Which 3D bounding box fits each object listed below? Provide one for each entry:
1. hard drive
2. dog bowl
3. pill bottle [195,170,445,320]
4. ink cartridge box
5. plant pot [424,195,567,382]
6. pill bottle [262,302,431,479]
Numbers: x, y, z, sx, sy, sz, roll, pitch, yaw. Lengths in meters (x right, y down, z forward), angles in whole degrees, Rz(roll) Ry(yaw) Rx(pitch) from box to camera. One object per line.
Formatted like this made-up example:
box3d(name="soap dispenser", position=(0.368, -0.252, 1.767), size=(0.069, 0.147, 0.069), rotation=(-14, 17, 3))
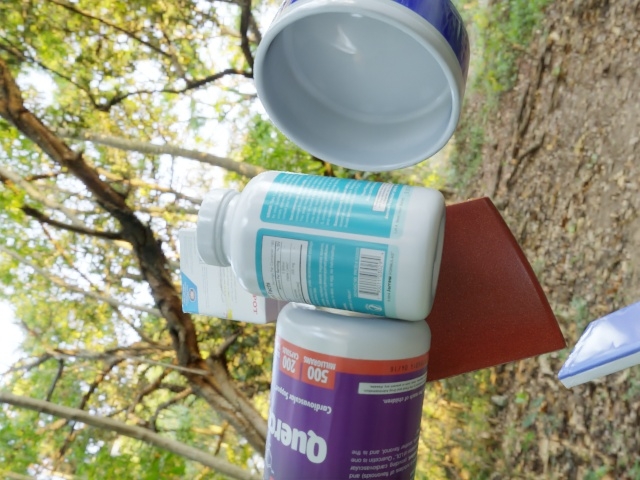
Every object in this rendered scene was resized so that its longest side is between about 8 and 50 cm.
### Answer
box3d(name="hard drive", position=(0.636, 0.176, 1.297), size=(0.210, 0.040, 0.319), rotation=(-38, -4, -39))
box3d(name="dog bowl", position=(0.054, -0.215, 0.839), size=(0.265, 0.265, 0.104), rotation=(85, -161, -54))
box3d(name="pill bottle", position=(0.000, 0.000, 0.732), size=(0.146, 0.264, 0.146), rotation=(8, -90, -76))
box3d(name="ink cartridge box", position=(-0.136, 0.057, 1.283), size=(0.168, 0.233, 0.171), rotation=(-8, -81, -51))
box3d(name="plant pot", position=(0.179, 0.070, 1.022), size=(0.267, 0.267, 0.235), rotation=(134, 122, -85))
box3d(name="pill bottle", position=(0.026, 0.236, 0.778), size=(0.181, 0.181, 0.323), rotation=(-23, -61, -77))
